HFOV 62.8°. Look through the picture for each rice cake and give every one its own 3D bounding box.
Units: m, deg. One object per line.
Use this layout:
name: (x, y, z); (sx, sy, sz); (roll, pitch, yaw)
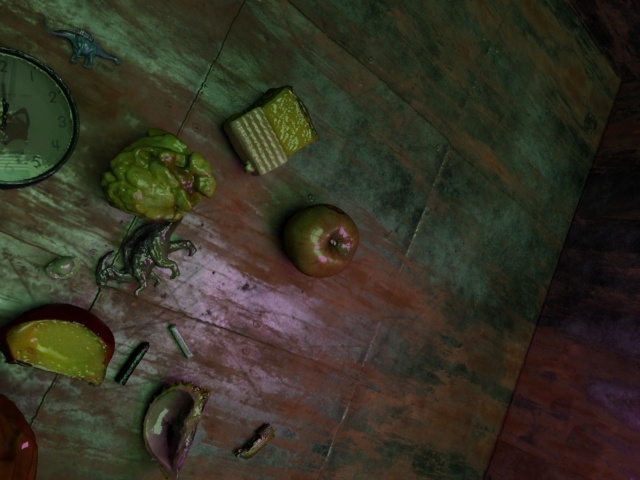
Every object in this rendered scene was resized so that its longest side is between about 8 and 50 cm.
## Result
rice cake: (-0.408, 0.297, 1.540); (0.022, 0.022, 0.121); (-38, 118, -31)

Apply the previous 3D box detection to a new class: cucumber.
cucumber: (-0.520, 0.338, 1.458); (0.032, 0.032, 0.133); (42, 73, -31)

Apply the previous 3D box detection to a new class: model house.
model house: (-0.158, -0.316, 1.550); (0.234, 0.175, 0.193); (-43, 118, -27)

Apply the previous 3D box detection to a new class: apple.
apple: (0.000, 0.000, 1.689); (0.261, 0.194, 0.260); (-7, 102, -36)

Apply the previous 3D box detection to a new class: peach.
peach: (-0.642, 0.231, 1.286); (0.268, 0.154, 0.158); (23, 91, -26)

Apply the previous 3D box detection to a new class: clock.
clock: (-0.724, -0.279, 1.200); (0.325, 0.067, 0.324); (-2, 92, -40)

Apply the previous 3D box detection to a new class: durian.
durian: (-0.417, 0.520, 1.499); (0.187, 0.154, 0.260); (34, 81, -10)

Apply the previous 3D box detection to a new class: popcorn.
popcorn: (-0.423, -0.152, 1.346); (0.250, 0.242, 0.234); (-37, 118, -23)

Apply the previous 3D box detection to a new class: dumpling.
dumpling: (-0.650, 0.072, 1.331); (0.077, 0.043, 0.059); (-41, 135, -42)

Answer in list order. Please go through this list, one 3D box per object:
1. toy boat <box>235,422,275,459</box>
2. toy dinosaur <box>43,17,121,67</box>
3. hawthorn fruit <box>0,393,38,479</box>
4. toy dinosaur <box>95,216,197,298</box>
toy boat: (-0.212, 0.656, 1.706); (0.149, 0.047, 0.048); (-34, 100, -30)
toy dinosaur: (-0.592, -0.480, 1.305); (0.198, 0.045, 0.080); (23, 69, -42)
hawthorn fruit: (-0.803, 0.493, 1.030); (0.472, 0.472, 0.470); (-5, 98, -35)
toy dinosaur: (-0.465, 0.048, 1.435); (0.294, 0.077, 0.162); (-45, 118, -22)
